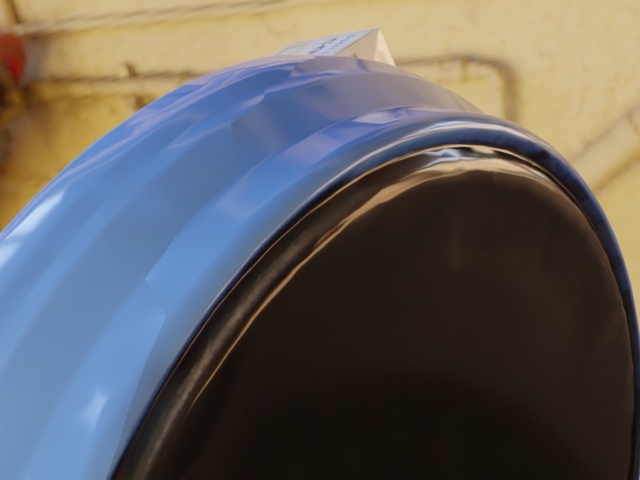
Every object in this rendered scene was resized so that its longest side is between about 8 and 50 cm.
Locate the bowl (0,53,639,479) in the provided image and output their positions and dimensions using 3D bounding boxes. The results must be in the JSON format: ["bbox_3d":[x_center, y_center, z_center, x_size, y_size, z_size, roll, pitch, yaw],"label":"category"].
[{"bbox_3d":[0.004,0.131,0.529,0.077,0.391,0.391,13,33,36],"label":"bowl"}]

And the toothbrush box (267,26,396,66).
[{"bbox_3d":[0.000,0.000,1.193,0.122,0.283,0.206,0,30,48],"label":"toothbrush box"}]
